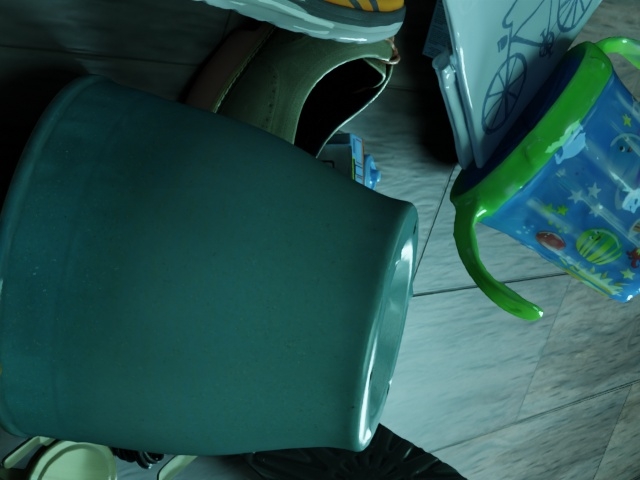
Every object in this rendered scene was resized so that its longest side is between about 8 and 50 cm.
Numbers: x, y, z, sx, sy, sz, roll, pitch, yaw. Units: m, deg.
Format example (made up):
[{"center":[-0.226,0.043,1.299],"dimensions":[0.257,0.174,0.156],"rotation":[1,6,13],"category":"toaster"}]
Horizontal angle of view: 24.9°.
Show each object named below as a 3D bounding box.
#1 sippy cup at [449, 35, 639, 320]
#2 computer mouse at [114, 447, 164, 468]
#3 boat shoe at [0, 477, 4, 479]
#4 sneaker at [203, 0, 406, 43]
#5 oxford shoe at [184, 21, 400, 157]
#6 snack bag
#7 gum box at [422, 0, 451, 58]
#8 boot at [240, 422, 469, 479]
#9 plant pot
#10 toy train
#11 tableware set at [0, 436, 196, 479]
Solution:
[{"center":[0.299,-0.060,1.593],"dimensions":[0.305,0.224,0.240],"rotation":[-48,-174,19],"category":"sippy cup"},{"center":[-0.094,0.106,1.354],"dimensions":[0.262,0.060,0.184],"rotation":[-37,141,-38],"category":"computer mouse"},{"center":[-0.239,0.250,1.149],"dimensions":[0.081,0.069,0.227],"rotation":[-55,126,-32],"category":"boat shoe"},{"center":[-0.037,-0.252,1.040],"dimensions":[0.321,0.125,0.180],"rotation":[8,105,-45],"category":"sneaker"},{"center":[0.029,-0.184,1.241],"dimensions":[0.348,0.130,0.123],"rotation":[-57,151,-12],"category":"oxford shoe"},{"center":[0.211,-0.280,1.469],"dimensions":[0.323,0.037,0.342],"rotation":[-53,151,-19],"category":"snack bag"},{"center":[0.183,-0.281,1.506],"dimensions":[0.157,0.041,0.184],"rotation":[-18,129,-52],"category":"gum box"},{"center":[0.098,0.322,1.518],"dimensions":[0.146,0.367,0.445],"rotation":[-41,152,-7],"category":"boot"},{"center":[-0.069,0.035,1.045],"dimensions":[0.271,0.255,0.271],"rotation":[11,90,-80],"category":"plant pot"},{"center":[0.011,-0.015,1.356],"dimensions":[0.105,0.080,0.184],"rotation":[11,78,-74],"category":"toy train"},{"center":[-0.179,0.171,1.245],"dimensions":[0.194,0.039,0.128],"rotation":[-39,124,-26],"category":"tableware set"}]
